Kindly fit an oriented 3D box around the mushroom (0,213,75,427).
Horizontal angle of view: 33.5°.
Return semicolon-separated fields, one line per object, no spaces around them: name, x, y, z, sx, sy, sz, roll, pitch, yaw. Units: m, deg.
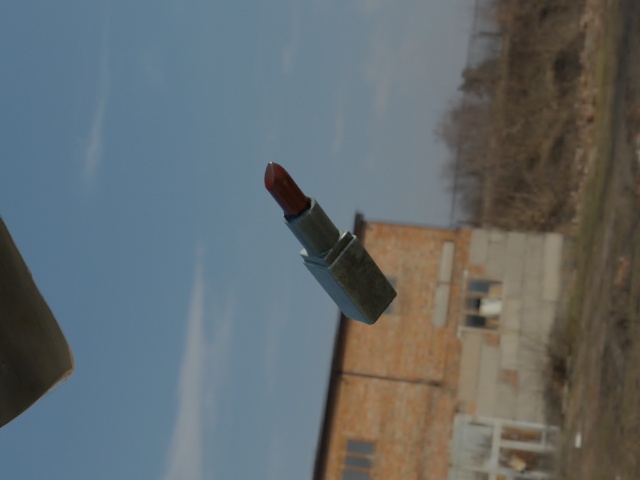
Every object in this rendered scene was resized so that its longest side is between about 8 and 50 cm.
mushroom;-0.395;0.007;1.053;0.397;0.177;0.126;67;164;-9

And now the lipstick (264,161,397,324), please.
lipstick;0.000;-0.001;0.664;0.030;0.030;0.129;-50;-56;-19
